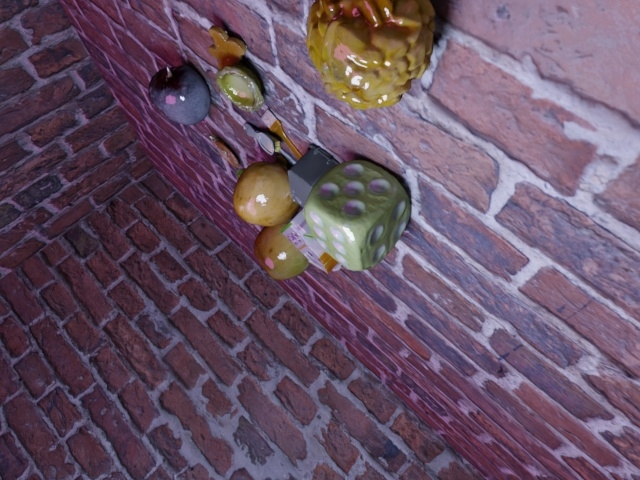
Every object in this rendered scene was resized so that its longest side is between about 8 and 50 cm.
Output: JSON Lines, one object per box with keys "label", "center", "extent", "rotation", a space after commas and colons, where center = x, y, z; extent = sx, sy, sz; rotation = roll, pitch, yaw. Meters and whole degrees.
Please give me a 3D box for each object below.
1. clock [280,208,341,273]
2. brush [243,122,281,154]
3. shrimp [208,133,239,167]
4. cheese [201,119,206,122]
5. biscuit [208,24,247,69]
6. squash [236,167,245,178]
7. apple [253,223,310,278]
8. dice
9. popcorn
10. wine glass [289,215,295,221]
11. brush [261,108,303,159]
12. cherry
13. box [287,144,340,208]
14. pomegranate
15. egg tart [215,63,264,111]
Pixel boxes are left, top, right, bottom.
{"label": "clock", "center": [0.000, 0.000, 1.861], "extent": [0.309, 0.166, 0.235], "rotation": [46, 161, -5]}
{"label": "brush", "center": [-0.227, -0.416, 1.731], "extent": [0.297, 0.060, 0.068], "rotation": [44, 137, 45]}
{"label": "shrimp", "center": [-0.481, -0.457, 2.182], "extent": [0.217, 0.051, 0.115], "rotation": [50, 154, -6]}
{"label": "cheese", "center": [-0.613, -0.666, 2.039], "extent": [0.155, 0.062, 0.244], "rotation": [17, 141, 53]}
{"label": "biscuit", "center": [-0.316, -0.636, 1.492], "extent": [0.158, 0.035, 0.240], "rotation": [36, 164, -3]}
{"label": "squash", "center": [-0.355, -0.277, 2.242], "extent": [0.229, 0.066, 0.066], "rotation": [52, 160, -16]}
{"label": "apple", "center": [-0.195, 0.051, 2.214], "extent": [0.319, 0.277, 0.319], "rotation": [43, 161, 18]}
{"label": "dice", "center": [0.114, -0.079, 1.348], "extent": [0.254, 0.249, 0.252], "rotation": [36, 158, 31]}
{"label": "popcorn", "center": [0.090, -0.386, 0.875], "extent": [0.264, 0.225, 0.332], "rotation": [37, 171, 13]}
{"label": "wine glass", "center": [-0.100, 0.054, 2.044], "extent": [0.309, 0.264, 0.096], "rotation": [46, 176, 3]}
{"label": "brush", "center": [-0.125, -0.375, 1.638], "extent": [0.272, 0.013, 0.103], "rotation": [50, 161, -10]}
{"label": "cherry", "center": [-0.599, -0.625, 1.850], "extent": [0.254, 0.218, 0.296], "rotation": [7, 157, 18]}
{"label": "box", "center": [-0.023, -0.208, 1.562], "extent": [0.163, 0.135, 0.243], "rotation": [40, 159, 19]}
{"label": "pomegranate", "center": [-0.219, -0.186, 1.785], "extent": [0.307, 0.307, 0.307], "rotation": [41, 160, 19]}
{"label": "egg tart", "center": [-0.269, -0.538, 1.498], "extent": [0.197, 0.078, 0.197], "rotation": [26, 162, 9]}
